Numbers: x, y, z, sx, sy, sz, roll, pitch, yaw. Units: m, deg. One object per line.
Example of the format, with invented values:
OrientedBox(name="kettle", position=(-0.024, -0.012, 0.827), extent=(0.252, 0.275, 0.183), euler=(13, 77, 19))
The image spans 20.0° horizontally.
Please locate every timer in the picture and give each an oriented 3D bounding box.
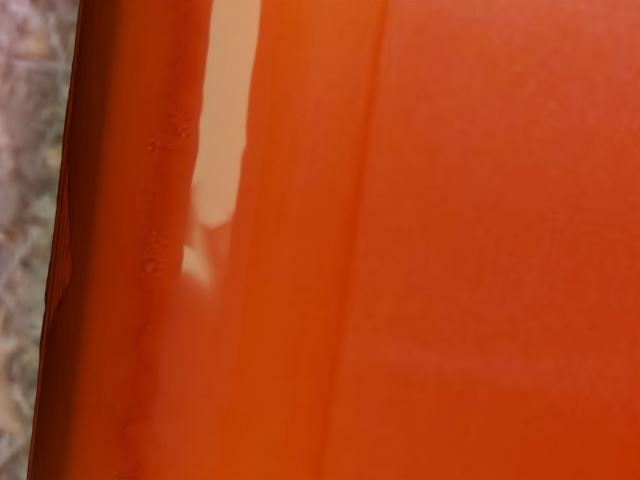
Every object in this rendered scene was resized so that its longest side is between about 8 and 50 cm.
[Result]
OrientedBox(name="timer", position=(0.000, 0.000, 0.499), extent=(0.161, 0.250, 0.257), euler=(4, 100, -17))
